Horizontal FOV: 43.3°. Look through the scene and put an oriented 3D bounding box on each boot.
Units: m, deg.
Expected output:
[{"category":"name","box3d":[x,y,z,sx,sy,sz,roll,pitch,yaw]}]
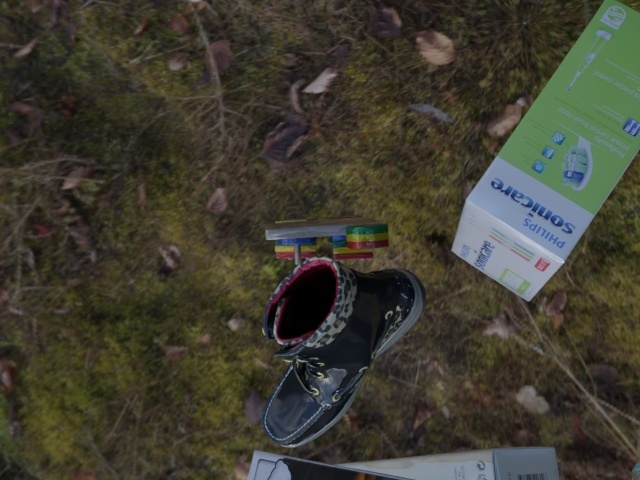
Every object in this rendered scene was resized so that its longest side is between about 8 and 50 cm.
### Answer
[{"category":"boot","box3d":[-0.014,0.112,0.796,0.236,0.179,0.085,-50,61,12]}]

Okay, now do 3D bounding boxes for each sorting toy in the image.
[{"category":"sorting toy","box3d":[0.000,0.000,0.979,0.132,0.274,0.046,-4,95,-4]}]

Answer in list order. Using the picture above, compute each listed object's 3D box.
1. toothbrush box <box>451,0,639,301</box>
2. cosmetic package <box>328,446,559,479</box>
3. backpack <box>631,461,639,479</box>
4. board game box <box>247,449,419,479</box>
[{"category":"toothbrush box","box3d":[0.279,-0.093,0.912,0.122,0.206,0.283,35,80,13]},{"category":"cosmetic package","box3d":[0.146,0.344,1.074,0.310,0.160,0.113,-18,68,40]},{"category":"backpack","box3d":[0.558,0.415,1.152,0.254,0.191,0.225,9,152,48]},{"category":"board game box","box3d":[-0.002,0.270,0.403,0.053,0.193,0.305,24,70,-30]}]
